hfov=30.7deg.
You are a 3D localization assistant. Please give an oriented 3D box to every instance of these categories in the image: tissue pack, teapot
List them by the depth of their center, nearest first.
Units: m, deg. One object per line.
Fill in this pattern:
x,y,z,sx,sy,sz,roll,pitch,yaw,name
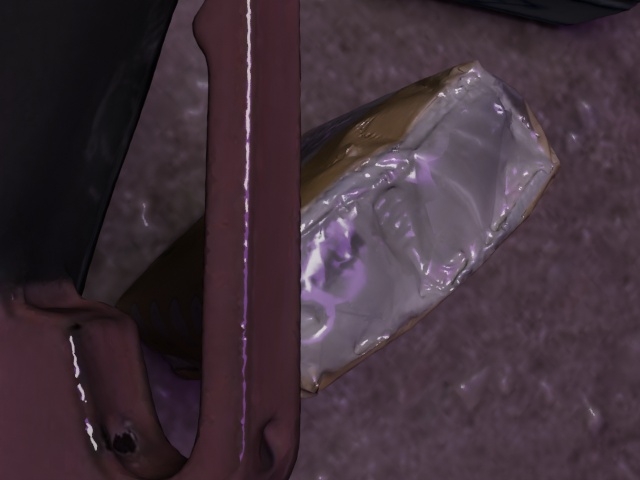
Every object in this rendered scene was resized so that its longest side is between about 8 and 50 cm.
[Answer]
-0.178,-0.022,0.489,0.305,0.376,0.361,-7,100,-63,teapot
0.000,0.000,0.619,0.186,0.222,0.090,-42,100,-19,tissue pack

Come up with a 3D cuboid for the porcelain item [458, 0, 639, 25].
0.131,-0.294,0.730,0.286,0.157,0.281,9,82,-23,porcelain item
